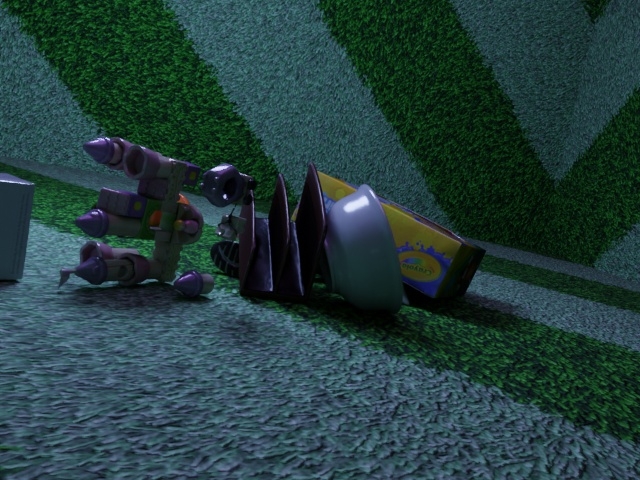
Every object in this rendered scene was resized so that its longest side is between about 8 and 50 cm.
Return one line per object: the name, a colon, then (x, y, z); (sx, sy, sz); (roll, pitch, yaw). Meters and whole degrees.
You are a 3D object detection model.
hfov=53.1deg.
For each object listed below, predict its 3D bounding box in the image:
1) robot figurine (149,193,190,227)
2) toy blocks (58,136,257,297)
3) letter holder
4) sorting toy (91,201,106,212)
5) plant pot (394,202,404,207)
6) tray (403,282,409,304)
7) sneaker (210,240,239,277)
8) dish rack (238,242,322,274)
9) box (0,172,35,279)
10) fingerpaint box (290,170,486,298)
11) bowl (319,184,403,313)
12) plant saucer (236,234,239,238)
robot figurine: (-0.483, -0.089, 1.971); (0.158, 0.128, 0.219); (-32, -7, 18)
toy blocks: (-0.344, -0.041, 1.215); (0.309, 0.288, 0.260); (18, 6, 30)
letter holder: (-0.090, -0.042, 1.440); (0.152, 0.214, 0.302); (9, 33, -14)
sorting toy: (-0.643, -0.077, 1.914); (0.102, 0.061, 0.042); (33, -7, -33)
plant pot: (0.218, -0.024, 2.339); (0.205, 0.205, 0.188); (9, -9, -18)
tray: (0.108, 0.075, 1.634); (0.270, 0.030, 0.145); (26, 16, -5)
sneaker: (-0.167, 0.056, 1.563); (0.209, 0.081, 0.094); (18, 2, 1)
dish rack: (-0.118, 0.030, 1.754); (0.208, 0.074, 0.271); (14, 3, -34)
box: (-0.613, -0.029, 1.098); (0.119, 0.181, 0.182); (18, 9, 39)
fingerpaint box: (0.201, -0.016, 1.778); (0.445, 0.163, 0.371); (29, 8, 23)
bowl: (0.070, 0.033, 1.422); (0.134, 0.297, 0.298); (-13, 11, -8)
plant saucer: (-0.236, -0.027, 2.227); (0.199, 0.036, 0.198); (10, 6, -1)
